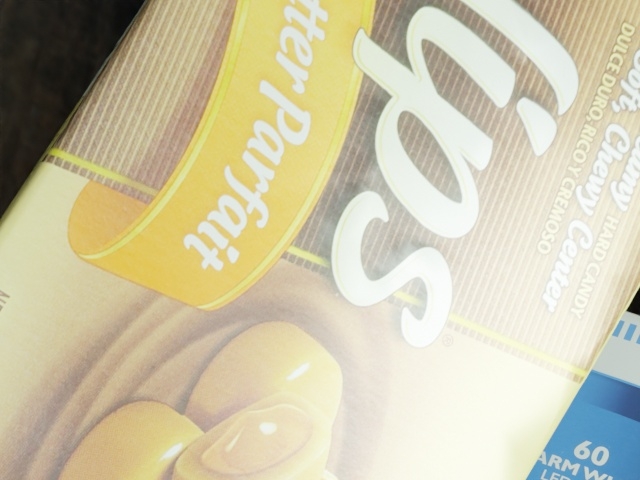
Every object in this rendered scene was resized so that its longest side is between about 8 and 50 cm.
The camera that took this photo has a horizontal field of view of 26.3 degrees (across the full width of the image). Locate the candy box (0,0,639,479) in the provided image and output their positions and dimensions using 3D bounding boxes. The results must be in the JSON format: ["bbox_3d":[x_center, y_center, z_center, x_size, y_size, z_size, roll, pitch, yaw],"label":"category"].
[{"bbox_3d":[0.000,0.000,0.457,0.183,0.087,0.316,34,82,-11],"label":"candy box"}]

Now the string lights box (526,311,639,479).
[{"bbox_3d":[0.097,0.164,0.591,0.259,0.077,0.133,-56,155,-39],"label":"string lights box"}]
